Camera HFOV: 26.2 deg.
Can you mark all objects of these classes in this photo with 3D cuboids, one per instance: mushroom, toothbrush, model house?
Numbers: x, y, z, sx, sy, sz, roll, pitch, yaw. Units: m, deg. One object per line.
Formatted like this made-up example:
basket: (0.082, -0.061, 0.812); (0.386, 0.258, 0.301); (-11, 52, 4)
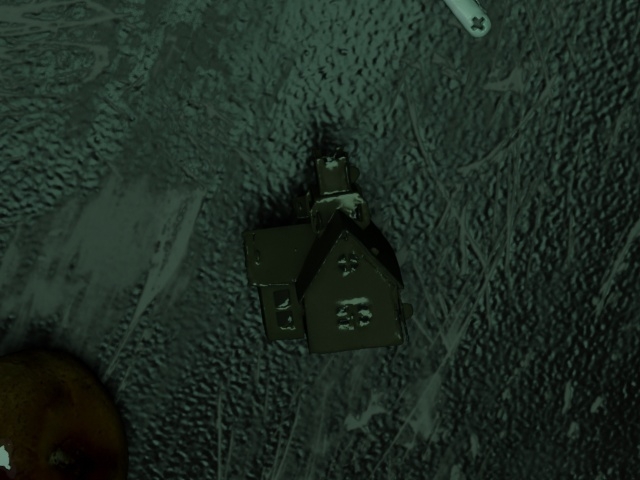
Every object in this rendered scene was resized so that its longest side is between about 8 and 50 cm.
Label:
mushroom: (-0.400, 0.270, 1.878); (0.254, 0.267, 0.267); (18, 107, 26)
toothbrush: (0.085, -0.422, 1.785); (0.042, 0.040, 0.418); (-41, 110, 7)
model house: (0.000, 0.000, 1.806); (0.204, 0.211, 0.243); (-8, 112, -4)
